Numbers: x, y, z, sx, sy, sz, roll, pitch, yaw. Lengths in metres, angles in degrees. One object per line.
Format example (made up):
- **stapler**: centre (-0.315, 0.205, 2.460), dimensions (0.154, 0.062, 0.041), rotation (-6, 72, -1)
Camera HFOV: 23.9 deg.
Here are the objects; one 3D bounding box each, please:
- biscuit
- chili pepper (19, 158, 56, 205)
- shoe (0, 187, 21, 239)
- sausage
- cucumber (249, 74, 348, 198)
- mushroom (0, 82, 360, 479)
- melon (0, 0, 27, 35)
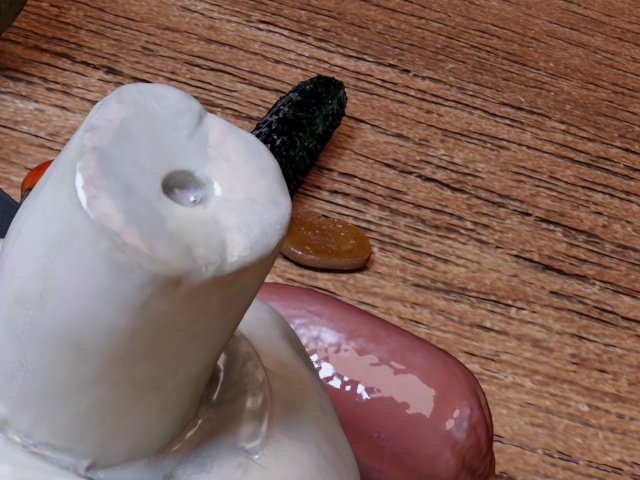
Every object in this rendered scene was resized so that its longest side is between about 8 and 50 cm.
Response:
- **biscuit**: centre (0.000, 0.000, 1.330), dimensions (0.091, 0.015, 0.078), rotation (6, 33, -24)
- **chili pepper**: centre (-0.184, -0.047, 1.258), dimensions (0.071, 0.063, 0.272), rotation (44, 33, 8)
- **shoe**: centre (-0.221, 0.043, 1.081), dimensions (0.241, 0.093, 0.108), rotation (33, 30, -25)
- **sausage**: centre (0.009, 0.112, 1.043), dimensions (0.254, 0.148, 0.148), rotation (29, 32, 13)
- **cucumber**: centre (-0.032, -0.087, 1.396), dimensions (0.072, 0.072, 0.300), rotation (23, 30, 5)
- **mushroom**: centre (-0.133, 0.129, 0.810), dimensions (0.353, 0.353, 0.325), rotation (13, 63, -12)
- **melon**: centre (-0.351, -0.305, 1.306), dimensions (0.249, 0.329, 0.248), rotation (3, 47, -4)
